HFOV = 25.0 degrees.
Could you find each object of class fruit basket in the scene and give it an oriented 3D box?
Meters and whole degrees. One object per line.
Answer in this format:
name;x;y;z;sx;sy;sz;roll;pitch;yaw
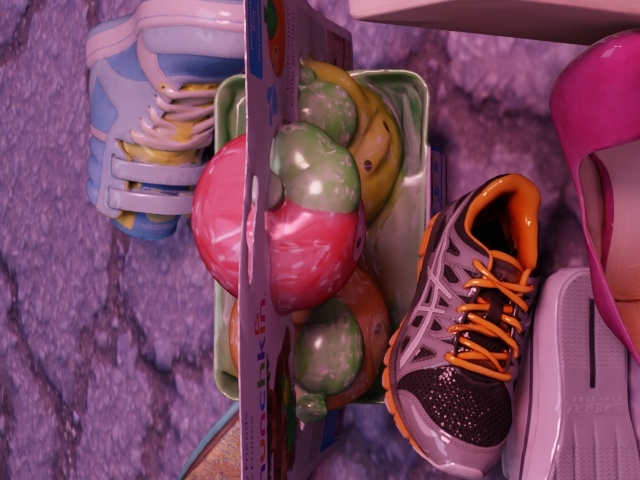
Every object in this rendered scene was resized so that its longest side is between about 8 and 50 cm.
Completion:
fruit basket;0.000;0.000;0.944;0.353;0.165;0.327;11;-101;-85

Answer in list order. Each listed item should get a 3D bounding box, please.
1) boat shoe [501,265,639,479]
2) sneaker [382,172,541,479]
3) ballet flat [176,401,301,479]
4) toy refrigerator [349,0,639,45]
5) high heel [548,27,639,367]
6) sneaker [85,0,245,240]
boat shoe;0.156;0.132;0.922;0.076;0.083;0.226;161;118;-66
sneaker;0.095;0.046;0.894;0.083;0.084;0.215;129;155;-49
ballet flat;-0.080;0.237;1.248;0.348;0.123;0.123;-50;50;43
toy refrigerator;0.153;-0.152;0.740;0.102;0.269;0.094;2;92;57
high heel;0.174;-0.014;0.788;0.244;0.082;0.117;77;-177;-64
sneaker;-0.123;-0.105;1.291;0.319;0.127;0.208;177;94;-66
